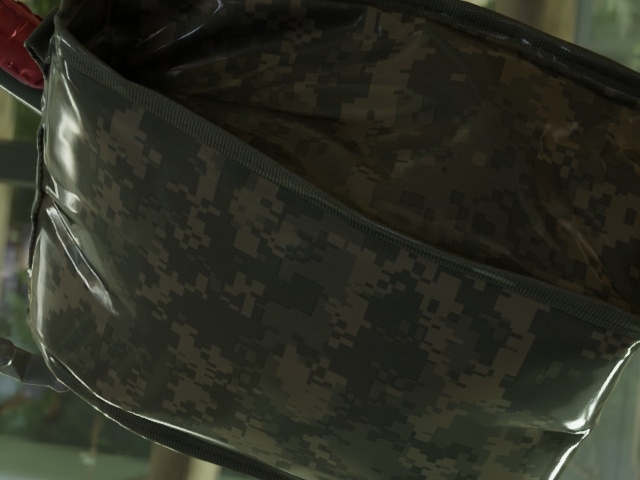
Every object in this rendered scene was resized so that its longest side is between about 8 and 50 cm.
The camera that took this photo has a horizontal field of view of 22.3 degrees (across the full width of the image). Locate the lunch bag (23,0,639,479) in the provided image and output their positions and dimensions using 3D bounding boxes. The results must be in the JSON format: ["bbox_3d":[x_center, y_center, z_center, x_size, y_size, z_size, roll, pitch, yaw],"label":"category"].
[{"bbox_3d":[0.000,0.000,0.757,0.287,0.169,0.235,21,141,3],"label":"lunch bag"}]

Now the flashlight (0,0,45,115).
[{"bbox_3d":[-0.205,-0.144,1.188,0.304,0.103,0.103,38,174,-38],"label":"flashlight"}]

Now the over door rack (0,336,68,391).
[{"bbox_3d":[-0.089,0.208,1.013,0.324,0.240,0.108,11,166,17],"label":"over door rack"}]
